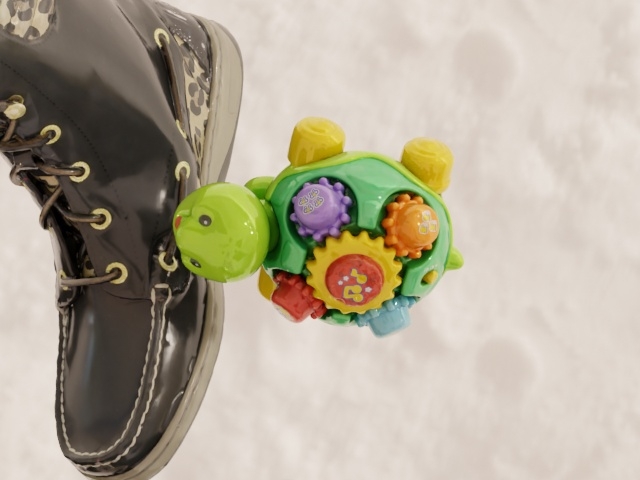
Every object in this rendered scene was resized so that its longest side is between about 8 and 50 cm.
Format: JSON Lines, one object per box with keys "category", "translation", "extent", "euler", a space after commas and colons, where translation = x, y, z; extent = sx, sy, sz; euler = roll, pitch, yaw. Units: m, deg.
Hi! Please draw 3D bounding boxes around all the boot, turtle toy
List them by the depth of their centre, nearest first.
{"category": "turtle toy", "translation": [0.000, 0.000, 0.868], "extent": [0.130, 0.066, 0.095], "euler": [10, 120, -6]}
{"category": "boot", "translation": [-0.120, -0.023, 0.878], "extent": [0.085, 0.178, 0.236], "euler": [-6, 66, 33]}
